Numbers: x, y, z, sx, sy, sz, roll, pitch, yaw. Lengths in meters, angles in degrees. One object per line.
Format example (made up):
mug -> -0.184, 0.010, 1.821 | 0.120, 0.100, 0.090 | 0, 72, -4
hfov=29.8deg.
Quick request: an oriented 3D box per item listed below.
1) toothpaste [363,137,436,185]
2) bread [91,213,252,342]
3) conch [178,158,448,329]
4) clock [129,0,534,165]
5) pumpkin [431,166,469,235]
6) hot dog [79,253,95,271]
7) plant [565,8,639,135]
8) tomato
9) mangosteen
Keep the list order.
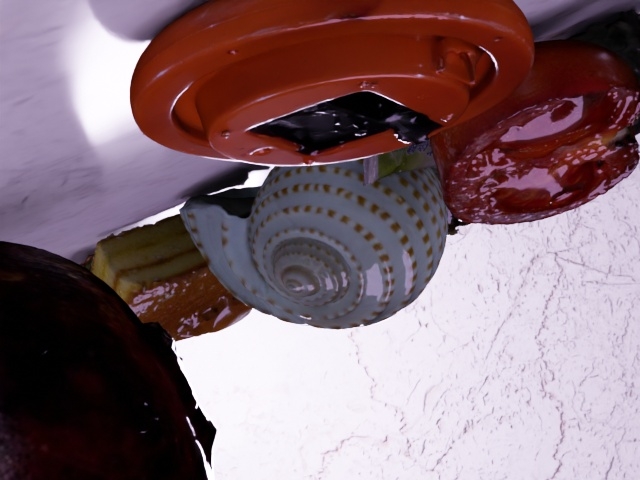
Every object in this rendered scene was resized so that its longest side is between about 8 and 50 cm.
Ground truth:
toothpaste -> 0.128, -0.109, 1.257 | 0.248, 0.078, 0.047 | -11, -166, -43
bread -> -0.171, 0.049, 1.520 | 0.234, 0.110, 0.184 | -22, 154, -30
conch -> 0.010, -0.008, 1.365 | 0.303, 0.215, 0.319 | -11, -177, 28
clock -> 0.006, -0.079, 0.610 | 0.205, 0.051, 0.205 | -7, 166, -2
pumpkin -> 0.160, -0.082, 1.663 | 0.238, 0.159, 0.238 | -26, -179, 1
hot dog -> -0.298, 0.052, 1.664 | 0.104, 0.076, 0.250 | -42, -179, 4
plant -> 0.323, -0.173, 1.289 | 0.132, 0.129, 0.194 | -23, -179, 36
tomato -> 0.196, -0.120, 1.152 | 0.200, 0.139, 0.233 | -17, 151, -1
mangosteen -> -0.292, 0.187, 0.946 | 0.421, 0.381, 0.381 | -6, -179, 8
